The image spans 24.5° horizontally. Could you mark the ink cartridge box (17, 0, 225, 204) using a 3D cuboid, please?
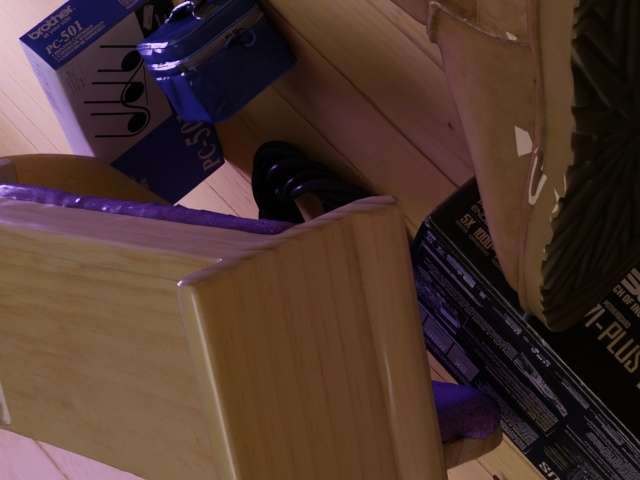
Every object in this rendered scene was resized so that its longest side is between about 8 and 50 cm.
[{"bbox_3d":[-0.136,-0.097,1.055,0.046,0.097,0.207,41,162,28],"label":"ink cartridge box"}]

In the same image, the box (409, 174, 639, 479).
[{"bbox_3d":[0.126,0.053,0.704,0.180,0.077,0.147,47,164,11],"label":"box"}]

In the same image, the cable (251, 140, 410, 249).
[{"bbox_3d":[0.000,0.000,0.996,0.184,0.047,0.150,32,157,50],"label":"cable"}]

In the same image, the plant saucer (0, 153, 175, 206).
[{"bbox_3d":[-0.087,0.076,1.081,0.332,0.081,0.333,33,158,12],"label":"plant saucer"}]

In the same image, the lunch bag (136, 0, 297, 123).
[{"bbox_3d":[-0.064,-0.113,0.868,0.065,0.067,0.098,54,163,-16],"label":"lunch bag"}]

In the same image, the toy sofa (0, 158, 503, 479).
[{"bbox_3d":[-0.088,0.042,0.773,0.362,0.177,0.150,8,114,49],"label":"toy sofa"}]

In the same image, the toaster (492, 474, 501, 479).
[{"bbox_3d":[0.148,0.298,1.169,0.186,0.110,0.168,48,164,8],"label":"toaster"}]

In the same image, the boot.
[{"bbox_3d":[0.027,-0.117,0.584,0.269,0.089,0.236,40,152,32],"label":"boot"}]
